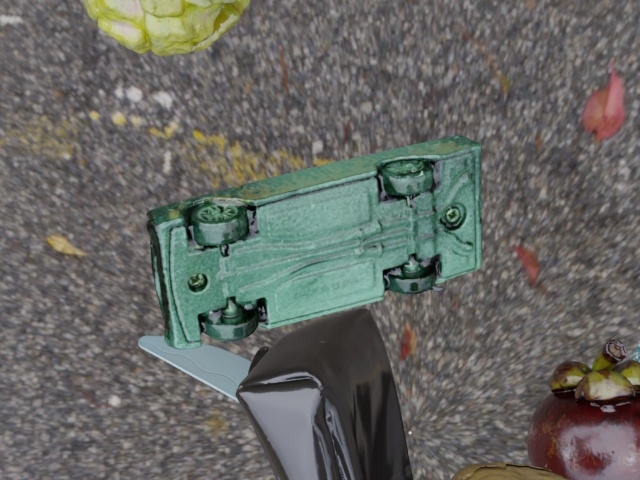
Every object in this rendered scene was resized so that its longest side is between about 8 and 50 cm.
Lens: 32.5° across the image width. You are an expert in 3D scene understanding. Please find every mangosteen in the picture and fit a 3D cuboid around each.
[{"bbox_3d":[0.407,0.266,1.580,0.215,0.215,0.257,1,111,5],"label":"mangosteen"}]

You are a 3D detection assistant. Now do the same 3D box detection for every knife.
[{"bbox_3d":[-0.090,0.194,1.421,0.331,0.044,0.080,31,48,21],"label":"knife"}]

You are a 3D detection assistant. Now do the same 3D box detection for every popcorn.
[{"bbox_3d":[-0.110,-0.201,0.781,0.126,0.126,0.145,-9,75,-13],"label":"popcorn"}]

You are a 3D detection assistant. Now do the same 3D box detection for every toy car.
[{"bbox_3d":[0.000,0.000,1.006,0.321,0.097,0.141,-14,118,-18],"label":"toy car"}]

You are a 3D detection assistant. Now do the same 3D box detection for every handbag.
[{"bbox_3d":[0.019,0.219,1.175,0.114,0.285,0.257,-18,94,17],"label":"handbag"}]

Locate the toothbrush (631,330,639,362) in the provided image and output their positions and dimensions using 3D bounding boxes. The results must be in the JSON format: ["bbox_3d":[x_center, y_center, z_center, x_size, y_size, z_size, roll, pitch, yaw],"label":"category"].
[{"bbox_3d":[0.470,0.342,1.749,0.040,0.042,0.417,14,96,-16],"label":"toothbrush"}]

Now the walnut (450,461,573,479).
[{"bbox_3d":[0.233,0.364,1.311,0.245,0.198,0.198,18,82,-9],"label":"walnut"}]
